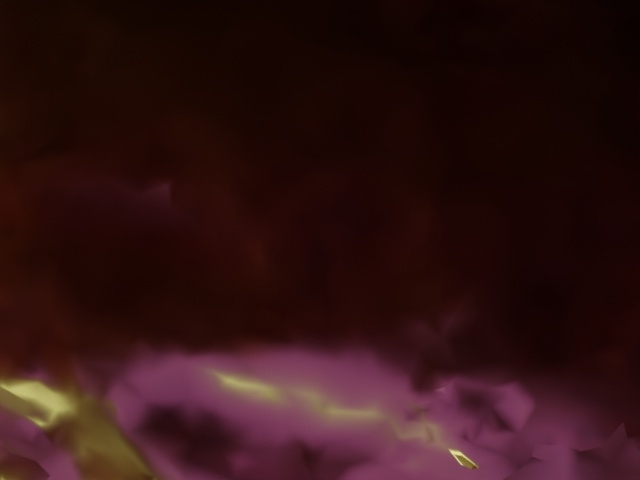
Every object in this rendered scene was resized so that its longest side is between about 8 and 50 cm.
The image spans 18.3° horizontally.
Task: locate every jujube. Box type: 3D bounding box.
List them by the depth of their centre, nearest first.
[{"bbox_3d":[-0.001,-0.001,0.546,0.377,0.276,0.276,5,143,17],"label":"jujube"}]
